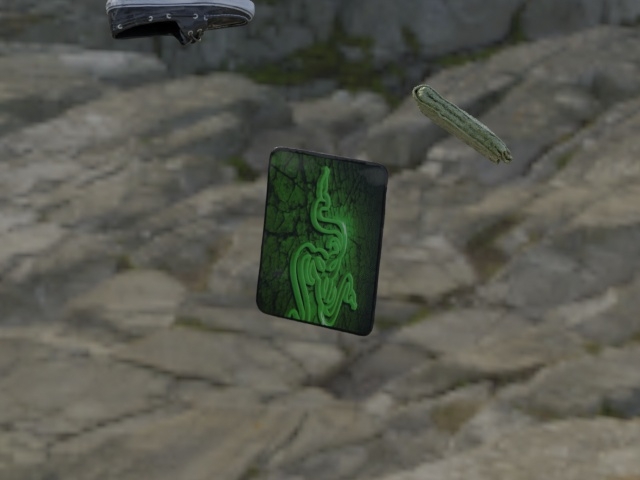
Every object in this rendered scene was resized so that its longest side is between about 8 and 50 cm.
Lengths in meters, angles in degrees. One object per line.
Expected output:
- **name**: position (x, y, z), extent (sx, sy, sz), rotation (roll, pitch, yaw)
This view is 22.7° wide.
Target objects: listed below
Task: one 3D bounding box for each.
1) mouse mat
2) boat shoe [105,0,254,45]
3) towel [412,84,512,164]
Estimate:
- **mouse mat**: position (0.000, 0.000, 1.722), extent (0.153, 0.189, 0.007), rotation (11, 12, 30)
- **boat shoe**: position (-0.215, -0.335, 2.446), extent (0.228, 0.076, 0.080), rotation (1, -15, -12)
- **towel**: position (0.186, -0.149, 2.071), extent (0.148, 0.027, 0.110), rotation (35, -1, 11)
